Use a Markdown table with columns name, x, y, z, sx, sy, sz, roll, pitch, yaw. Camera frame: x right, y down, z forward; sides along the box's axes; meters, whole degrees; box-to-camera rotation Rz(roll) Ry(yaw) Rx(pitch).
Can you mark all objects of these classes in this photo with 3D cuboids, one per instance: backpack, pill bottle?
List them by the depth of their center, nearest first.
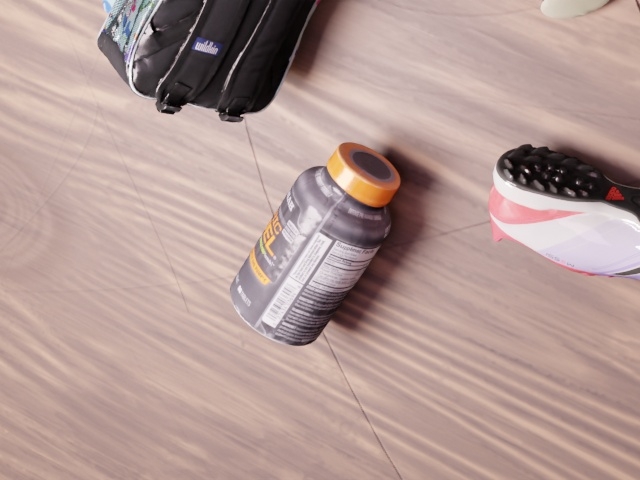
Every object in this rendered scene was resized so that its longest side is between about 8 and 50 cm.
| name | x | y | z | sx | sy | sz | roll | pitch | yaw |
| --- | --- | --- | --- | --- | --- | --- | --- | --- | --- |
| backpack | -0.118 | -0.291 | 1.639 | 0.253 | 0.225 | 0.191 | -58 | 46 | 28 |
| pill bottle | 0.000 | 0.000 | 1.720 | 0.130 | 0.130 | 0.246 | 39 | 118 | 12 |

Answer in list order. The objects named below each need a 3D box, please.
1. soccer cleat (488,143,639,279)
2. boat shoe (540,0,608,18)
| name | x | y | z | sx | sy | sz | roll | pitch | yaw |
| --- | --- | --- | --- | --- | --- | --- | --- | --- | --- |
| soccer cleat | 0.336 | -0.001 | 1.574 | 0.318 | 0.108 | 0.116 | 22 | 134 | 18 |
| boat shoe | 0.299 | -0.283 | 1.534 | 0.137 | 0.049 | 0.043 | -25 | 50 | 33 |
